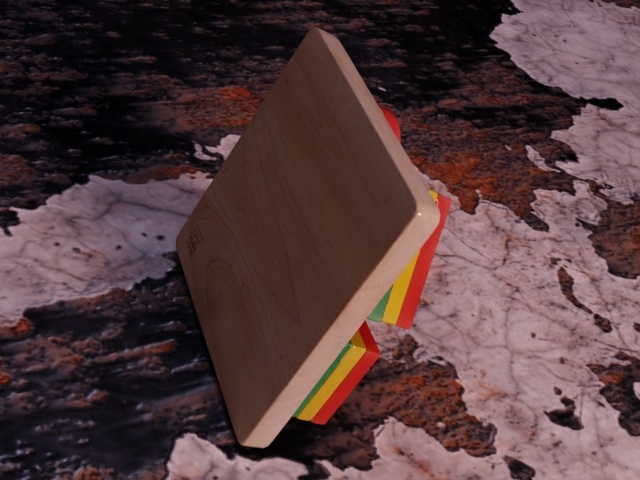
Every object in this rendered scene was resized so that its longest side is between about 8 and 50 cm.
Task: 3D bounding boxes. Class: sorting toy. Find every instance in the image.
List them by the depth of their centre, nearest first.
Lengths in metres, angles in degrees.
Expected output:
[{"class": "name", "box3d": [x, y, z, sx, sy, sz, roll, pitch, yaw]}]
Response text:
[{"class": "sorting toy", "box3d": [0.000, 0.000, 0.970, 0.089, 0.255, 0.257, 17, 32, -33]}]
